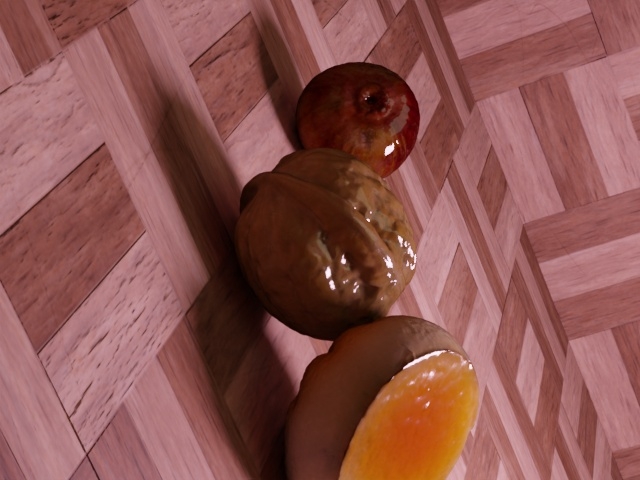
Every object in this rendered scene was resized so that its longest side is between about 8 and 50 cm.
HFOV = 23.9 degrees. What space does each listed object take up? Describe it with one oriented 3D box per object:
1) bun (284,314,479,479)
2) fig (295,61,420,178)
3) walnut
[{"bbox_3d":[0.060,0.224,1.916,0.165,0.299,0.299,31,-10,38],"label":"bun"},{"bbox_3d":[0.051,-0.173,2.327,0.205,0.205,0.205,-18,90,-72],"label":"fig"},{"bbox_3d":[0.000,0.000,1.943,0.224,0.257,0.257,-53,133,-23],"label":"walnut"}]
